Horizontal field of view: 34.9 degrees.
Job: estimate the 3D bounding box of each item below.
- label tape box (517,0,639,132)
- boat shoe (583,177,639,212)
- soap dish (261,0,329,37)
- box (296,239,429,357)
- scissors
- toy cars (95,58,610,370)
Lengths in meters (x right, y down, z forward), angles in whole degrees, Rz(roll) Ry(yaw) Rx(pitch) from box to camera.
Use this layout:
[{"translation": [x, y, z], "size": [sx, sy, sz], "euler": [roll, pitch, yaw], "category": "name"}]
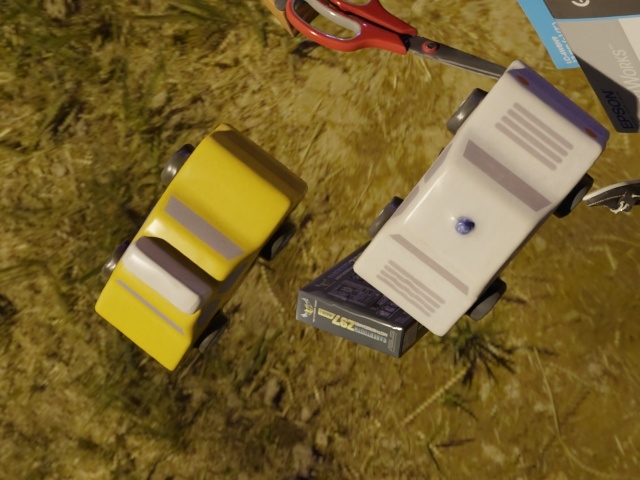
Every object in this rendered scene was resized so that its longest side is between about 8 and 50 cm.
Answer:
[{"translation": [0.297, -0.213, 0.925], "size": [0.249, 0.347, 0.115], "euler": [47, 62, -36], "category": "label tape box"}, {"translation": [0.369, -0.053, 1.236], "size": [0.046, 0.125, 0.038], "euler": [-19, 85, 53], "category": "boat shoe"}, {"translation": [-0.059, -0.500, 1.570], "size": [0.229, 0.118, 0.291], "euler": [-41, 89, 16], "category": "soap dish"}, {"translation": [0.098, 0.086, 1.592], "size": [0.183, 0.232, 0.059], "euler": [19, 118, 25], "category": "box"}, {"translation": [0.099, -0.210, 1.123], "size": [0.297, 0.021, 0.109], "euler": [35, 65, 13], "category": "scissors"}, {"translation": [0.000, 0.000, 0.690], "size": [0.393, 0.087, 0.177], "euler": [-10, 104, 19], "category": "toy cars"}]
